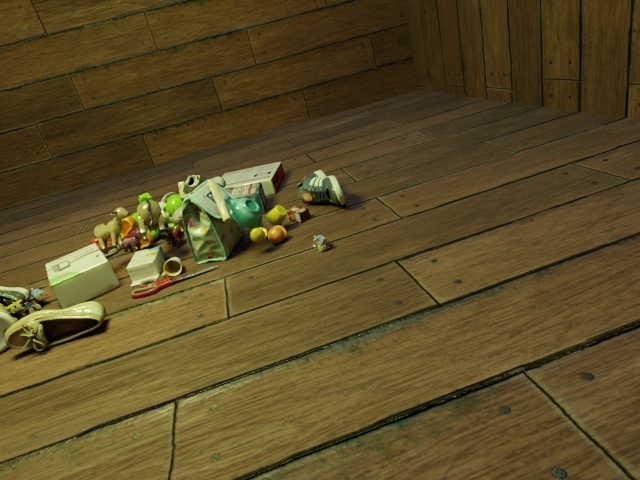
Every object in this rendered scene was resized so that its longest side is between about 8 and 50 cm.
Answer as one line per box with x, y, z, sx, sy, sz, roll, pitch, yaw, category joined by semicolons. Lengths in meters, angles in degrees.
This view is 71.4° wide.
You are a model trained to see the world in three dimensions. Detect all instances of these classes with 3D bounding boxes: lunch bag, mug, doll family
-0.408;-0.082;1.664;0.160;0.262;0.223;-8;25;14;lunch bag
-0.539;0.091;1.618;0.078;0.062;0.064;-11;16;-6;mug
-1.081;0.230;1.618;0.111;0.076;0.193;4;25;44;doll family

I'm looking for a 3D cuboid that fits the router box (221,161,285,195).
-0.374;-0.299;2.319;0.335;0.082;0.301;-10;25;11;router box

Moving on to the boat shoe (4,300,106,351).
-0.804;0.263;1.346;0.285;0.104;0.089;-20;22;-12;boat shoe

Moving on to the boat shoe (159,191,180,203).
-0.791;-0.179;2.310;0.068;0.081;0.228;1;36;25;boat shoe

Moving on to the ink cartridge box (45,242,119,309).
-0.896;0.128;1.669;0.198;0.115;0.273;-28;28;-27;ink cartridge box

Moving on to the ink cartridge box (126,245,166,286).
-0.654;0.093;1.672;0.104;0.061;0.181;-16;25;-2;ink cartridge box

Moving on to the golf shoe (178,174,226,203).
-0.526;-0.249;2.007;0.105;0.120;0.273;-4;25;28;golf shoe

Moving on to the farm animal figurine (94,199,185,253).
-0.688;-0.075;1.739;0.330;0.172;0.327;-8;-10;-36;farm animal figurine

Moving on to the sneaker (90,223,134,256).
-0.923;-0.028;2.010;0.107;0.118;0.279;-6;26;16;sneaker

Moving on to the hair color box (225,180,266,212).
-0.428;-0.158;2.025;0.347;0.105;0.174;-15;24;2;hair color box

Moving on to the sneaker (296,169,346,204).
-0.007;-0.199;1.871;0.148;0.131;0.350;-27;21;-9;sneaker

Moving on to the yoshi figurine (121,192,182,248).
-0.722;-0.115;2.024;0.203;0.203;0.362;10;28;14;yoshi figurine

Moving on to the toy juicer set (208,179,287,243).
-0.269;-0.075;1.621;0.089;0.329;0.209;-47;37;34;toy juicer set

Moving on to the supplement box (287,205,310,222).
-0.090;-0.105;1.797;0.083;0.043;0.055;13;35;44;supplement box

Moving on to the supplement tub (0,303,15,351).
-1.075;0.272;1.429;0.144;0.144;0.199;-33;30;-34;supplement tub

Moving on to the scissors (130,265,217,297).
-0.505;0.143;1.540;0.297;0.021;0.109;-11;22;5;scissors

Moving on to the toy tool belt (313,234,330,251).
0.000;0.000;1.514;0.052;0.051;0.083;-23;25;-18;toy tool belt

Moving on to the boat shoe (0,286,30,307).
-1.223;0.221;1.701;0.219;0.078;0.070;-6;25;15;boat shoe
